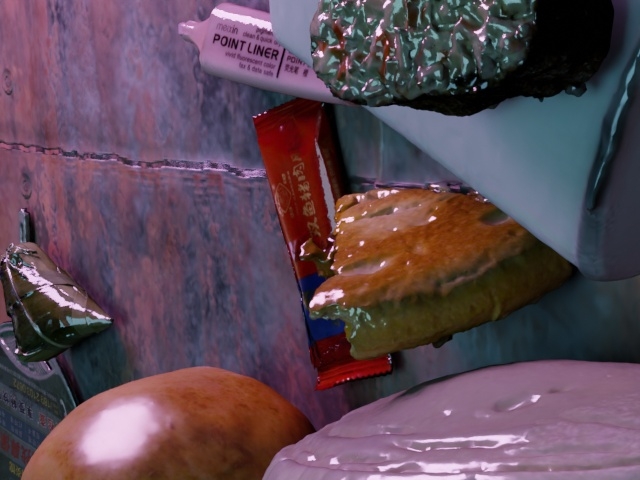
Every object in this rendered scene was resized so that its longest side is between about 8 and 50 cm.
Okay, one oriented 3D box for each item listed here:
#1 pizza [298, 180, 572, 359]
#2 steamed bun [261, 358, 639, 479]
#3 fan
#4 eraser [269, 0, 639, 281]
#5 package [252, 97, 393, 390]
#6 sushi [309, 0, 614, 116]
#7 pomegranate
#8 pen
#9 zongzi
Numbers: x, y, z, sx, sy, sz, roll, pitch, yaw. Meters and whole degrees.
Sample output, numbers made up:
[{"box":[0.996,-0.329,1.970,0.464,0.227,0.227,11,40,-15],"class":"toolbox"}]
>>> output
[{"box":[0.051,0.018,0.952,0.194,0.154,0.069,38,150,66],"class":"pizza"},{"box":[0.094,0.193,0.824,0.383,0.236,0.247,-6,92,52],"class":"steamed bun"},{"box":[-0.284,0.138,1.480,0.223,0.012,0.294,-26,79,53],"class":"fan"},{"box":[0.093,-0.130,0.852,0.290,0.104,0.189,41,132,39],"class":"eraser"},{"box":[0.000,0.000,1.071,0.083,0.022,0.200,-21,81,52],"class":"package"},{"box":[0.062,-0.106,0.753,0.150,0.078,0.091,1,92,50],"class":"sushi"},{"box":[-0.104,0.217,1.092,0.270,0.229,0.252,-3,96,58],"class":"pomegranate"},{"box":[-0.039,-0.131,1.074,0.197,0.032,0.053,20,98,46],"class":"pen"},{"box":[-0.225,0.039,1.349,0.119,0.055,0.109,-27,76,40],"class":"zongzi"}]
